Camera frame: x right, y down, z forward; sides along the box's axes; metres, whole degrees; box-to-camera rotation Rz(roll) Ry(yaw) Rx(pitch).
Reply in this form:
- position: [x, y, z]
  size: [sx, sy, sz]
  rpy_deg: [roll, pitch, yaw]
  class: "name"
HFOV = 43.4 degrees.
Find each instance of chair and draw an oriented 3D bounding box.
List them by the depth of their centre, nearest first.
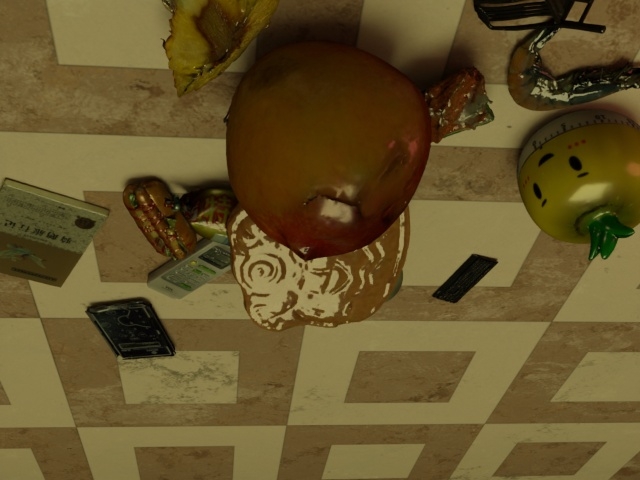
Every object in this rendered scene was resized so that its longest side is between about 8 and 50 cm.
- position: [0.354, -0.390, 1.265]
  size: [0.212, 0.101, 0.084]
  rpy_deg: [16, 160, 42]
  class: "chair"

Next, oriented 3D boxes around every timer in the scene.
- position: [0.518, -0.082, 1.522]
  size: [0.285, 0.285, 0.285]
  rpy_deg: [-3, 144, -2]
  class: "timer"

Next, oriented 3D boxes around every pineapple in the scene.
- position: [-0.166, -0.358, 1.246]
  size: [0.164, 0.140, 0.250]
  rpy_deg: [41, 119, 8]
  class: "pineapple"

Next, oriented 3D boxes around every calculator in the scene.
- position: [-0.482, 0.234, 2.060]
  size: [0.165, 0.028, 0.274]
  rpy_deg: [-7, 144, 4]
  class: "calculator"

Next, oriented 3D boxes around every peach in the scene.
- position: [0.006, -0.150, 1.307]
  size: [0.372, 0.373, 0.290]
  rpy_deg: [-6, 146, 2]
  class: "peach"

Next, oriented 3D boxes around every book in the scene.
- position: [-0.612, -0.006, 1.728]
  size: [0.217, 0.021, 0.310]
  rpy_deg: [18, 138, -28]
  class: "book"

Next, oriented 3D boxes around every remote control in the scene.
- position: [-0.284, 0.062, 1.840]
  size: [0.250, 0.034, 0.103]
  rpy_deg: [-30, 137, 30]
  class: "remote control"

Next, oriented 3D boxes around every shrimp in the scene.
- position: [0.456, -0.310, 1.391]
  size: [0.262, 0.051, 0.198]
  rpy_deg: [-7, 143, 10]
  class: "shrimp"

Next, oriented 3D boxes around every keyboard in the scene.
- position: [0.351, 0.098, 1.964]
  size: [0.074, 0.015, 0.196]
  rpy_deg: [13, 140, -21]
  class: "keyboard"

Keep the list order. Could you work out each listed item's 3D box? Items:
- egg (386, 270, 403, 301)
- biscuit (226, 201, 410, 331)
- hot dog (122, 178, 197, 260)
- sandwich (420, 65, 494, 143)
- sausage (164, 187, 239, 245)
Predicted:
- position: [0.131, 0.084, 1.841]
  size: [0.114, 0.114, 0.152]
  rpy_deg: [1, 143, -7]
  class: "egg"
- position: [0.000, 0.001, 1.590]
  size: [0.365, 0.062, 0.385]
  rpy_deg: [-6, 112, -9]
  class: "biscuit"
- position: [-0.328, -0.031, 1.677]
  size: [0.104, 0.076, 0.250]
  rpy_deg: [-10, 141, 7]
  class: "hot dog"
- position: [0.208, -0.220, 1.398]
  size: [0.185, 0.160, 0.109]
  rpy_deg: [-24, 97, 16]
  class: "sandwich"
- position: [-0.164, -0.047, 1.639]
  size: [0.317, 0.125, 0.117]
  rpy_deg: [15, 143, -19]
  class: "sausage"
